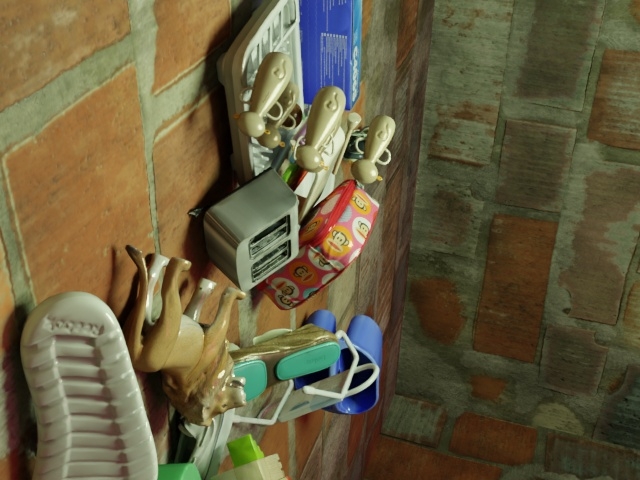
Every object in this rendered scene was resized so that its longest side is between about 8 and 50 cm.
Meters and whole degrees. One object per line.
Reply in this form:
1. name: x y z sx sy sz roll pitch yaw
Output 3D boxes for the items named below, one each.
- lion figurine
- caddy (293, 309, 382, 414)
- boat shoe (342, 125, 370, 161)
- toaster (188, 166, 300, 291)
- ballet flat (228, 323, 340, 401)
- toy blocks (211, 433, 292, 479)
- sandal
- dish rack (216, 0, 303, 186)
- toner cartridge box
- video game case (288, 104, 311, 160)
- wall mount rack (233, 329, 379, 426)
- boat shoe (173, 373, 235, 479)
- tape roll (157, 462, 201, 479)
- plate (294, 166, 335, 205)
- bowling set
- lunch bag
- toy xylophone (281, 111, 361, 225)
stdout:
1. lion figurine: -0.236 0.163 1.358 0.392 0.142 0.240 37 72 -59
2. caddy: 0.048 0.350 2.321 0.341 0.241 0.179 86 15 -44
3. boat shoe: 0.123 -0.275 2.411 0.254 0.095 0.079 -46 146 -67
4. toaster: -0.126 -0.017 1.518 0.185 0.110 0.168 -35 151 -23
5. ballet flat: -0.125 0.244 1.725 0.342 0.124 0.116 -18 126 -27
6. toy blocks: -0.082 0.566 1.627 0.261 0.190 0.382 36 32 -75
7. sandal: -0.309 0.247 1.126 0.102 0.169 0.417 -135 -136 -57
8. dish rack: -0.111 -0.275 1.567 0.333 0.072 0.286 86 20 -44
9. toner cartridge box: -0.004 -0.436 1.666 0.075 0.165 0.348 -64 160 -49
10. video game case: -0.019 -0.275 1.912 0.183 0.023 0.202 -5 99 -65
11. wall mount rack: -0.050 0.345 1.946 0.131 0.350 0.304 59 24 -12
12. boat shoe: -0.220 0.341 1.561 0.084 0.095 0.258 4 102 -31
13. tape roll: -0.254 0.547 1.437 0.321 0.077 0.322 -3 90 -88
14. plate: -0.011 -0.169 2.083 0.278 0.045 0.277 -55 152 -57
15. bowling set: -0.030 -0.184 1.480 0.154 0.287 0.200 -67 -163 -15
16. lunch bag: 0.000 0.000 1.839 0.293 0.120 0.258 -38 -165 41
17. toy xylophone: -0.023 -0.145 1.741 0.236 0.081 0.323 -55 175 -42
